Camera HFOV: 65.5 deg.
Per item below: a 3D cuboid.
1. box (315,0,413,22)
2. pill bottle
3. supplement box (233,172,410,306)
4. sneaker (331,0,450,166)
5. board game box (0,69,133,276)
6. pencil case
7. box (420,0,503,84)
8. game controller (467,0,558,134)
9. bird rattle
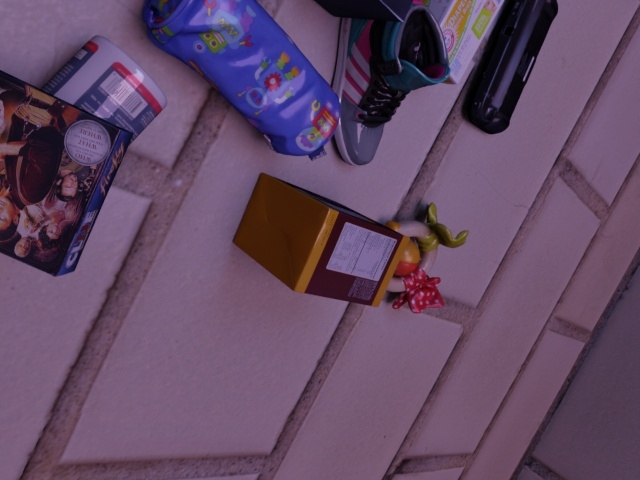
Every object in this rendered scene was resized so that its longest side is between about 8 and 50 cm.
[{"bbox_3d":[0.071,-0.406,0.698,0.093,0.156,0.159,19,98,-44],"label":"box"},{"bbox_3d":[-0.278,-0.135,0.579,0.180,0.108,0.108,-50,133,-8],"label":"pill bottle"},{"bbox_3d":[0.000,0.000,0.818,0.194,0.191,0.129,17,100,-43],"label":"supplement box"},{"bbox_3d":[0.116,-0.247,0.798,0.123,0.178,0.296,-15,121,-34],"label":"sneaker"},{"bbox_3d":[-0.338,-0.089,0.500,0.243,0.042,0.165,25,96,-5],"label":"board game box"},{"bbox_3d":[-0.095,-0.233,0.674,0.133,0.119,0.306,-48,134,4],"label":"pencil case"},{"bbox_3d":[0.223,-0.394,0.866,0.114,0.103,0.203,25,94,-44],"label":"box"},{"bbox_3d":[0.413,-0.390,1.067,0.166,0.067,0.320,6,108,-56],"label":"game controller"},{"bbox_3d":[0.191,0.040,1.079,0.206,0.143,0.254,8,120,-30],"label":"bird rattle"}]
